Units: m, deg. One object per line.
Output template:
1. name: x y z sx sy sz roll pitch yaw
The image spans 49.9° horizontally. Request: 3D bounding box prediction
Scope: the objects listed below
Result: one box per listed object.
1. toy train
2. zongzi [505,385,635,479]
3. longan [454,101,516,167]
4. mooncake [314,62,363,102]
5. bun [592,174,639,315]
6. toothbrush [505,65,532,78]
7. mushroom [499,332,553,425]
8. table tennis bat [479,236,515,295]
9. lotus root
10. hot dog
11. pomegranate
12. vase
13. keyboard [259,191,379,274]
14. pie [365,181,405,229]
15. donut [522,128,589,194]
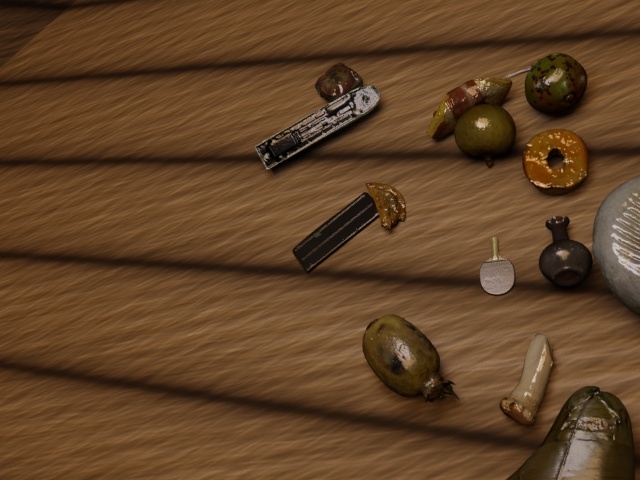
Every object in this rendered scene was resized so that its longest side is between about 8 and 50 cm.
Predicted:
1. toy train: 0.000 -0.346 2.077 0.407 0.088 0.086 -28 93 8
2. zongzi: 0.465 0.471 1.448 0.360 0.160 0.323 -6 58 28
3. longan: 0.438 -0.280 1.833 0.154 0.145 0.176 13 113 51
4. mooncake: 0.056 -0.487 2.124 0.125 0.073 0.130 -44 46 -3
5. bun: 0.779 0.008 1.495 0.362 0.211 0.362 -11 61 22
6. toothbrush: 0.585 -0.482 1.937 0.131 0.013 0.011 -18 55 18
7. mushroom: 0.477 0.315 1.564 0.084 0.071 0.209 -2 57 58
8. table tennis bat: 0.442 0.064 1.731 0.087 0.013 0.156 -8 64 21
9. lotus root: 0.208 0.294 1.639 0.154 0.154 0.278 -44 59 -1
10. hot dog: 0.397 -0.382 1.904 0.261 0.123 0.093 -29 66 3
11. pomegranate: 0.613 -0.423 1.821 0.159 0.159 0.205 -28 33 8
12. vase: 0.578 0.018 1.643 0.120 0.120 0.183 -10 48 19
13. keyboard: 0.003 0.007 1.941 0.381 0.041 0.103 -35 56 -3
14. pie: 0.187 -0.102 1.907 0.092 0.034 0.170 -10 56 -4
15. donut: 0.601 -0.197 1.761 0.162 0.065 0.178 6 67 20
